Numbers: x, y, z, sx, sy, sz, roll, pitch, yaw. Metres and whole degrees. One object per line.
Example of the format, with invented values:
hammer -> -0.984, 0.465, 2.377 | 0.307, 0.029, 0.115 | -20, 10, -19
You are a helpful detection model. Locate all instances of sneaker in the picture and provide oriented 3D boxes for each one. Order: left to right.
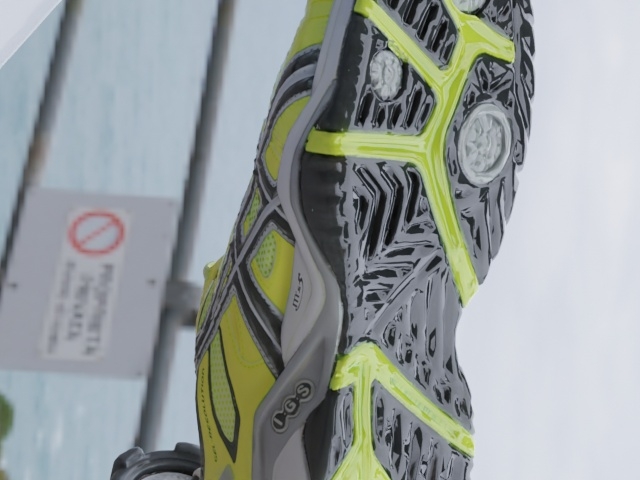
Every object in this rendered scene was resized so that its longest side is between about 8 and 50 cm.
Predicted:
sneaker -> 0.000, 0.000, 0.747 | 0.147, 0.145, 0.384 | 16, -83, 46

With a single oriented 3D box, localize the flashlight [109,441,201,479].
flashlight -> -0.120, 0.288, 1.076 | 0.103, 0.103, 0.304 | 54, -40, 46

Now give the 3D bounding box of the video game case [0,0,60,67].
video game case -> -0.145, -0.227, 0.595 | 0.244, 0.269, 0.061 | -49, 155, -4
